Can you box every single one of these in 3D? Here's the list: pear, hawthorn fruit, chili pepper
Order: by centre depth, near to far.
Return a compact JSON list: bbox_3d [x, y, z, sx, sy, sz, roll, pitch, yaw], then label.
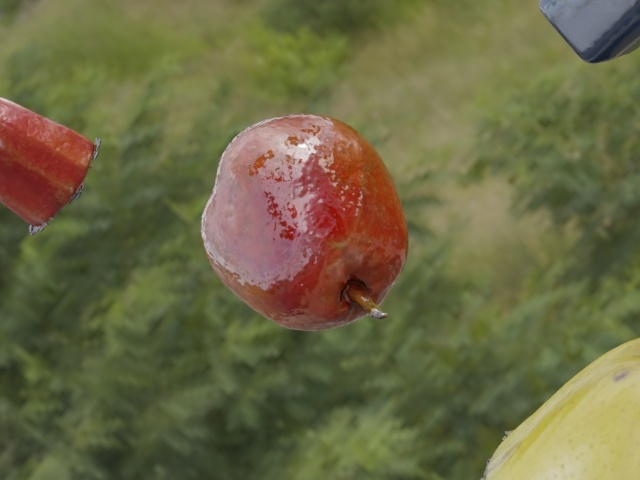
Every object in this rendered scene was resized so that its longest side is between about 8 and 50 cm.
[{"bbox_3d":[-0.248,-0.077,1.369,0.088,0.169,0.065,-41,29,36],"label":"chili pepper"},{"bbox_3d":[0.260,0.165,1.551,0.267,0.267,0.178,-75,-3,-57],"label":"pear"},{"bbox_3d":[0.000,0.000,1.811,0.196,0.196,0.225,-46,53,13],"label":"hawthorn fruit"}]

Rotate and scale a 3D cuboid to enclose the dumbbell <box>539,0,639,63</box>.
[{"bbox_3d":[0.296,-0.093,1.329,0.143,0.316,0.156,-36,-5,-39],"label":"dumbbell"}]
